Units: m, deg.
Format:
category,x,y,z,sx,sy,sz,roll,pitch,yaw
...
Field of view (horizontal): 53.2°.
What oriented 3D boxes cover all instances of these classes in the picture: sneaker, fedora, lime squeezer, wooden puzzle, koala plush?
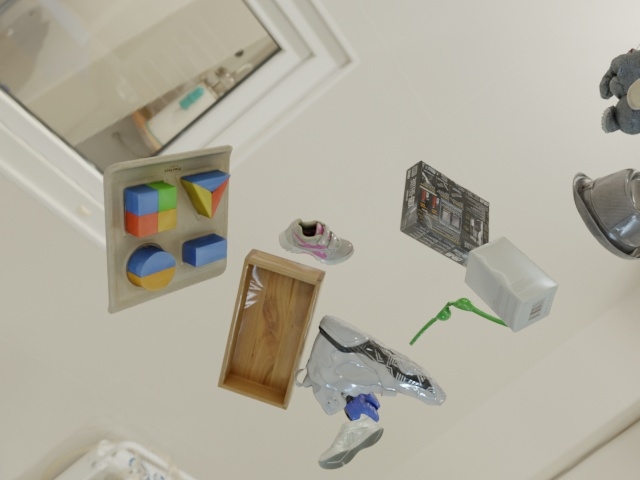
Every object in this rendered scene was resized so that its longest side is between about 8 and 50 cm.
category,x,y,z,sx,sy,sz,roll,pitch,yaw
sneaker,0.053,0.407,1.289,0.061,0.152,0.053,41,-36,39
fedora,0.703,-0.084,1.466,0.243,0.124,0.275,51,40,5
lime squeezer,0.396,0.229,1.885,0.059,0.311,0.109,-38,110,-62
sneaker,0.000,0.000,2.052,0.252,0.111,0.102,13,50,-20
wooden puzzle,-0.310,-0.021,1.389,0.081,0.347,0.322,26,30,33
sneaker,0.119,0.360,1.605,0.366,0.210,0.137,31,1,5
koala plush,0.887,-0.398,1.803,0.196,0.221,0.203,11,-13,20

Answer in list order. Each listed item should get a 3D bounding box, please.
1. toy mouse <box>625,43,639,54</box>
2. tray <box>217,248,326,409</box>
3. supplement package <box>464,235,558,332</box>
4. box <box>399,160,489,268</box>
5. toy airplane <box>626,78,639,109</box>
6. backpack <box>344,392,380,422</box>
category,x,y,z,sx,sy,sz,roll,pitch,yaw
toy mouse,0.975,-0.557,2.040,0.031,0.161,0.143,26,29,3
tray,-0.134,0.241,1.698,0.203,0.410,0.076,18,24,6
supplement package,0.419,0.094,1.419,0.179,0.105,0.105,51,-24,40
box,0.397,-0.075,1.998,0.308,0.076,0.242,27,54,-24
toy airplane,0.930,-0.386,1.421,0.386,0.384,0.272,23,-17,21
backpack,0.118,0.480,1.840,0.098,0.101,0.120,43,10,-31
